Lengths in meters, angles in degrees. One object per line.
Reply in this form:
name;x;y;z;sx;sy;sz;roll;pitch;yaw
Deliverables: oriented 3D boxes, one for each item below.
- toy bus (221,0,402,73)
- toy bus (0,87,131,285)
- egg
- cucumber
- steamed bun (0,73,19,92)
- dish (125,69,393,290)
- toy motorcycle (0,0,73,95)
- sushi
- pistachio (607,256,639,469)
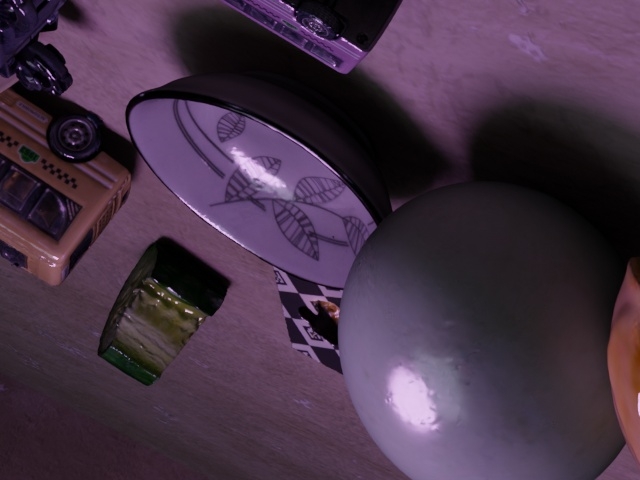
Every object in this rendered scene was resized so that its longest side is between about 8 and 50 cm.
toy bus;-0.034;-0.218;1.180;0.199;0.096;0.108;31;166;-4
toy bus;-0.430;-0.112;1.932;0.365;0.201;0.177;33;163;0
egg;0.158;0.098;1.382;0.276;0.276;0.389;23;163;26
cucumber;-0.238;0.106;2.220;0.130;0.191;0.191;35;162;-6
steamed bun;-0.456;-0.226;1.737;0.239;0.170;0.152;22;151;49
dish;-0.039;-0.082;1.524;0.316;0.106;0.316;28;159;12
toy motorcycle;-0.331;-0.269;1.510;0.213;0.125;0.358;39;160;6
sushi;0.076;0.104;1.899;0.290;0.050;0.264;25;148;28
pistachio;0.348;0.114;1.240;0.230;0.230;0.309;15;150;43
